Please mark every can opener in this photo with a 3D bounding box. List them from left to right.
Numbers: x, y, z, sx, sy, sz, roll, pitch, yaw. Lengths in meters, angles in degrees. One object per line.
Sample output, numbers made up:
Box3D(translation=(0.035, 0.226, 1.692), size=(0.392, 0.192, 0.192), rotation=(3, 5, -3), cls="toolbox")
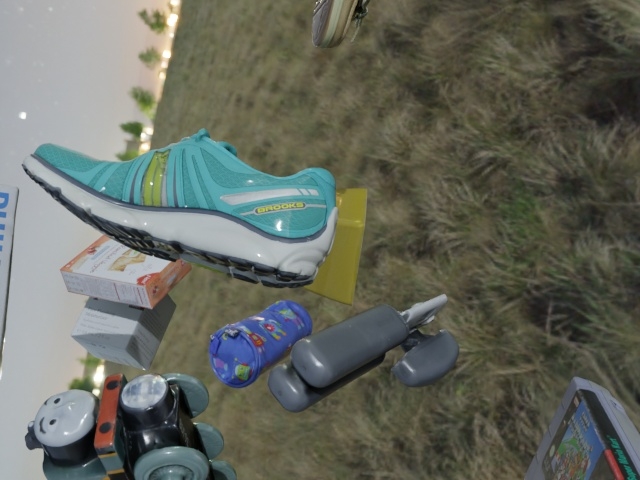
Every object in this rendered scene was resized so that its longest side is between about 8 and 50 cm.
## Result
Box3D(translation=(0.067, 0.117, 0.677), size=(0.095, 0.283, 0.076), rotation=(49, 119, 17), cls="can opener")

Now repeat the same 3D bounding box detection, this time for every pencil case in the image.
Box3D(translation=(-0.127, 0.211, 1.444), size=(0.119, 0.133, 0.306), rotation=(-59, -14, 17), cls="pencil case")

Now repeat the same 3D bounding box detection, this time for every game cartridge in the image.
Box3D(translation=(0.242, 0.283, 0.646), size=(0.355, 0.068, 0.230), rotation=(-31, -42, -76), cls="game cartridge")

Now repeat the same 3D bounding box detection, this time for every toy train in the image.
Box3D(translation=(-0.205, 0.285, 0.784), size=(0.142, 0.191, 0.333), rotation=(-103, 4, -50), cls="toy train")

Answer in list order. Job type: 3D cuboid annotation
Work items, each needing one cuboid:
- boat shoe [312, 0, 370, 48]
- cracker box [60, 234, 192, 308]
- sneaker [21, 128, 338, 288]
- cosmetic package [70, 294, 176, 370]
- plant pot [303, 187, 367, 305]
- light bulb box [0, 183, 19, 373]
Box3D(translation=(0.063, -0.421, 1.082), size=(0.105, 0.089, 0.285), rotation=(-22, 47, 65), cls="boat shoe")
Box3D(translation=(-0.423, 0.062, 1.479), size=(0.155, 0.233, 0.067), rotation=(-53, -36, -50), cls="cracker box")
Box3D(translation=(-0.117, -0.039, 0.571), size=(0.107, 0.276, 0.109), rotation=(67, -141, -71), cls="sneaker")
Box3D(translation=(-0.467, 0.191, 1.624), size=(0.151, 0.152, 0.183), rotation=(75, -151, -59), cls="cosmetic package")
Box3D(translation=(0.000, 0.000, 1.571), size=(0.212, 0.187, 0.212), rotation=(-81, -2, -63), cls="plant pot")
Box3D(translation=(-0.595, 0.105, 0.854), size=(0.225, 0.361, 0.357), rotation=(-37, 52, 56), cls="light bulb box")
